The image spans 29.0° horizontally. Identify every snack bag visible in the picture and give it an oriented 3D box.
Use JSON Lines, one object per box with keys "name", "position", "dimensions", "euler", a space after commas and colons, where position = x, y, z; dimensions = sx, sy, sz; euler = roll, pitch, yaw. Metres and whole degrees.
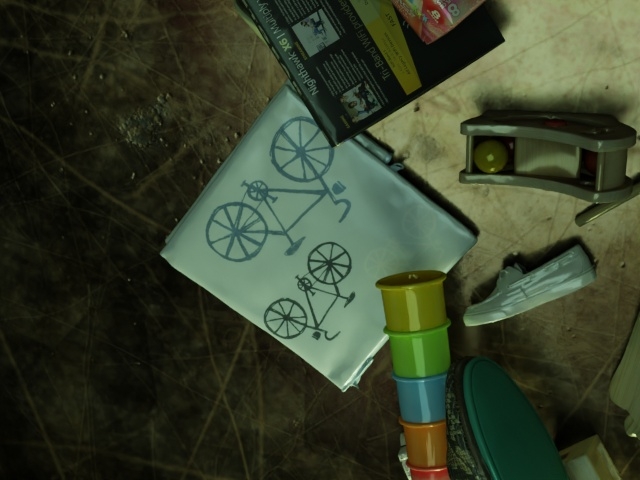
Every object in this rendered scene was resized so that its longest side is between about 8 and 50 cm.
{"name": "snack bag", "position": [0.000, 0.000, 1.685], "dimensions": [0.342, 0.037, 0.323], "euler": [37, 113, -4]}

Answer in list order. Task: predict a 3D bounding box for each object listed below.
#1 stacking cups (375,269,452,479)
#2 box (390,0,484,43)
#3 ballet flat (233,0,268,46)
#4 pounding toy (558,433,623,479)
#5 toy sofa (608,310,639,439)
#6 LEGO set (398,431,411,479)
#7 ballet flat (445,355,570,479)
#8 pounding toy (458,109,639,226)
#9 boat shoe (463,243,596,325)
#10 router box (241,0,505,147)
{"name": "stacking cups", "position": [0.141, 0.202, 1.628], "dimensions": [0.096, 0.096, 0.316], "euler": [-7, 97, 15]}
{"name": "box", "position": [0.197, -0.378, 1.395], "dimensions": [0.300, 0.142, 0.154], "euler": [-40, 97, -5]}
{"name": "ballet flat", "position": [-0.001, -0.244, 1.585], "dimensions": [0.248, 0.086, 0.086], "euler": [23, 112, 3]}
{"name": "pounding toy", "position": [0.358, 0.349, 1.679], "dimensions": [0.100, 0.141, 0.130], "euler": [-30, 85, 20]}
{"name": "toy sofa", "position": [0.509, 0.104, 1.559], "dimensions": [0.150, 0.177, 0.363], "euler": [7, 111, -16]}
{"name": "LEGO set", "position": [0.185, 0.378, 1.736], "dimensions": [0.087, 0.093, 0.227], "euler": [-20, 103, 18]}
{"name": "ballet flat", "position": [0.277, 0.378, 1.566], "dimensions": [0.483, 0.164, 0.182], "euler": [51, 130, 7]}
{"name": "pounding toy", "position": [0.306, -0.071, 1.526], "dimensions": [0.269, 0.154, 0.155], "euler": [4, 109, 12]}
{"name": "boat shoe", "position": [0.268, 0.059, 1.630], "dimensions": [0.184, 0.066, 0.063], "euler": [-24, 87, 21]}
{"name": "router box", "position": [0.038, -0.304, 1.494], "dimensions": [0.243, 0.081, 0.309], "euler": [-31, 94, -3]}
